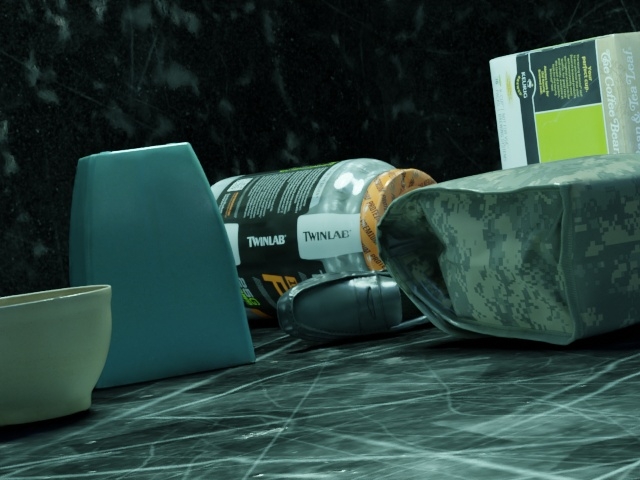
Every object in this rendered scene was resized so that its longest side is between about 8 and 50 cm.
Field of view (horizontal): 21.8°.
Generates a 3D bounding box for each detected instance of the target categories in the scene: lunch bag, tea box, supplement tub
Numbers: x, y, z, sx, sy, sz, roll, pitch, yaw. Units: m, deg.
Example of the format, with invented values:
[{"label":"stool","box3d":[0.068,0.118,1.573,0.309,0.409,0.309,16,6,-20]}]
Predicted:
[{"label":"lunch bag","box3d":[0.225,0.003,1.612,0.235,0.169,0.287,-10,7,-34]},{"label":"tea box","box3d":[0.467,-0.159,2.679,0.220,0.329,0.323,-9,4,-30]},{"label":"supplement tub","box3d":[0.000,0.000,2.097,0.316,0.193,0.193,-7,3,43]}]

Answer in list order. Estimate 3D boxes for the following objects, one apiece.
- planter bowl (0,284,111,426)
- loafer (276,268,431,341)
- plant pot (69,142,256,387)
[{"label":"planter bowl","box3d":[-0.261,0.105,1.491,0.162,0.109,0.162,-7,2,0]},{"label":"loafer","box3d":[0.058,0.064,1.786,0.223,0.076,0.078,-5,-7,-32]},{"label":"plant pot","box3d":[-0.182,0.020,1.740,0.165,0.234,0.165,-9,3,-15]}]
